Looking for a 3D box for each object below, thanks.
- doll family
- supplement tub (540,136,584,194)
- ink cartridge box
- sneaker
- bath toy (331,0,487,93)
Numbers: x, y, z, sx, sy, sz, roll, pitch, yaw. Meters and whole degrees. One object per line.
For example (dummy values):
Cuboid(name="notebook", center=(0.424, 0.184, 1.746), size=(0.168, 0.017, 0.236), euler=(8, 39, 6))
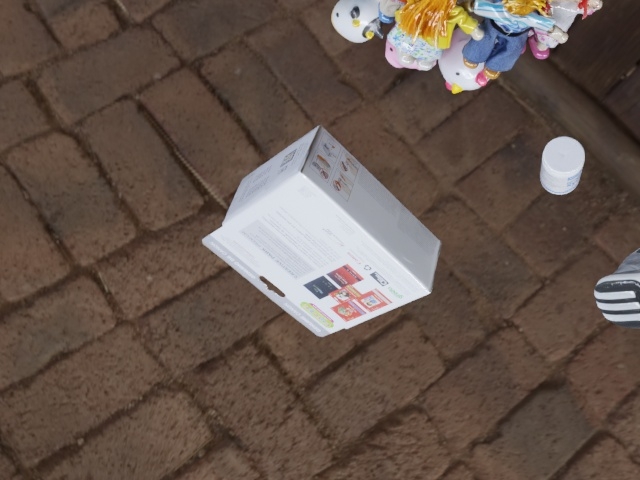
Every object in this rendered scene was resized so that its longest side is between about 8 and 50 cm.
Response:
Cuboid(name="doll family", center=(0.171, -0.239, 0.846), size=(0.263, 0.163, 0.118), euler=(11, 73, -1))
Cuboid(name="supplement tub", center=(0.420, -0.129, 1.362), size=(0.071, 0.107, 0.071), euler=(-4, 74, 12))
Cuboid(name="ink cartridge box", center=(0.000, 0.000, 1.342), size=(0.309, 0.272, 0.130), euler=(42, 43, -22))
Cuboid(name="sneaker", center=(0.405, 0.025, 0.792), size=(0.132, 0.228, 0.086), euler=(-42, 117, -37))
Cuboid(name="bath toy", center=(0.141, -0.331, 1.204), size=(0.348, 0.151, 0.129), euler=(27, 32, -28))
